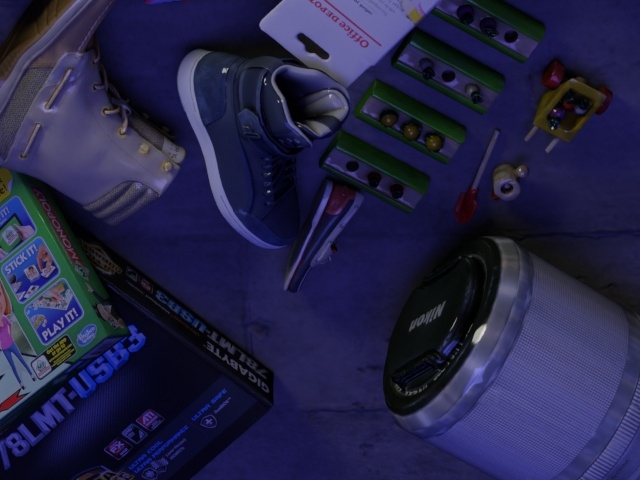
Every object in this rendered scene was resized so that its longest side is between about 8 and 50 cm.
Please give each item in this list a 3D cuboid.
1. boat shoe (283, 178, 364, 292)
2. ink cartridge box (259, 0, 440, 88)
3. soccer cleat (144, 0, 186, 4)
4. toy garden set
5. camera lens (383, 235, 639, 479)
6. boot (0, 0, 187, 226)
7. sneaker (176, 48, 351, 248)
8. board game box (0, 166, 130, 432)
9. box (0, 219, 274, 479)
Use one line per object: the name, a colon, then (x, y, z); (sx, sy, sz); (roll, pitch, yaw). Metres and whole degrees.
boat shoe: (0.000, 0.000, 1.900); (0.043, 0.049, 0.137); (19, 117, -14)
ink cartridge box: (0.046, -0.246, 1.725); (0.115, 0.067, 0.198); (38, 114, -22)
soccer cleat: (-0.165, -0.321, 1.673); (0.095, 0.083, 0.248); (-17, 124, 16)
toy garden set: (0.148, -0.111, 1.823); (0.203, 0.049, 0.244); (27, 119, -16)
camera lens: (0.218, 0.140, 1.885); (0.274, 0.219, 0.219); (30, 118, -18)
boot: (-0.205, -0.141, 1.775); (0.203, 0.095, 0.262); (30, 118, -22)
sneaker: (-0.033, -0.080, 1.784); (0.163, 0.086, 0.226); (5, 132, 40)
board game box: (-0.365, 0.092, 1.887); (0.317, 0.046, 0.213); (-37, 76, 22)
box: (-0.252, 0.164, 1.994); (0.293, 0.073, 0.295); (39, 114, -23)
